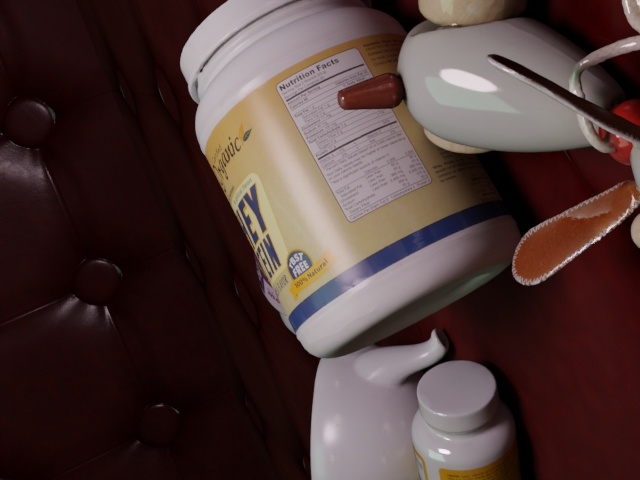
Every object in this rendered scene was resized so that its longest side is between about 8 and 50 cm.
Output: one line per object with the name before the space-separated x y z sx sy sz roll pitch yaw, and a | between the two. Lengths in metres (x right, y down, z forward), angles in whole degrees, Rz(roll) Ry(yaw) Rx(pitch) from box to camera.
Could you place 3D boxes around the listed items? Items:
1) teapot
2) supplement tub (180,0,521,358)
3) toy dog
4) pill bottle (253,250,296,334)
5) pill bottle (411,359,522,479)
teapot | 0.094 0.256 1.240 0.256 0.187 0.253 62 -150 -74
supplement tub | 0.021 -0.073 0.904 0.316 0.228 0.228 62 163 12
toy dog | 0.132 -0.084 0.658 0.333 0.161 0.220 29 140 64
pill bottle | 0.000 0.000 1.174 0.169 0.169 0.301 55 162 32
pill bottle | 0.166 0.242 1.090 0.117 0.117 0.208 43 153 53
